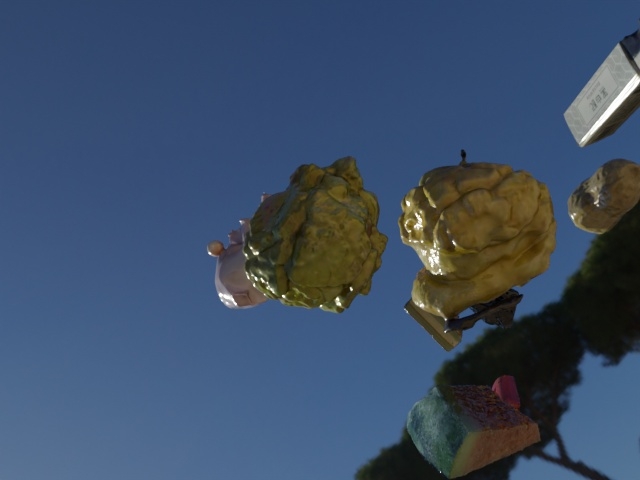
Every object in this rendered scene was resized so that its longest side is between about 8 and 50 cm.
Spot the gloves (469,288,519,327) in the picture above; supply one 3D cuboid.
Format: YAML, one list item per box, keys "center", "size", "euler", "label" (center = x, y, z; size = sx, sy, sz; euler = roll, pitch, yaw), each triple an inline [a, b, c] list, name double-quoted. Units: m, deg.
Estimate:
- center: [0.425, 0.160, 2.263]
  size: [0.129, 0.181, 0.106]
  euler: [56, -132, -74]
  label: "gloves"

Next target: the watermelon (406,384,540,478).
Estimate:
- center: [0.304, 0.344, 1.621]
  size: [0.257, 0.193, 0.139]
  euler: [4, -65, -28]
  label: "watermelon"

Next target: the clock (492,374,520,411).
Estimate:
- center: [0.398, 0.373, 1.871]
  size: [0.155, 0.061, 0.113]
  euler: [-58, -27, -73]
  label: "clock"

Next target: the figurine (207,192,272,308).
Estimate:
- center: [-0.146, 0.032, 1.895]
  size: [0.200, 0.133, 0.275]
  euler: [27, -117, -18]
  label: "figurine"

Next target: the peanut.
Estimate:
- center: [0.730, -0.104, 2.220]
  size: [0.159, 0.143, 0.291]
  euler: [-38, -12, -15]
  label: "peanut"

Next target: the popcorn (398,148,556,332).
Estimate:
- center: [0.322, 0.009, 1.799]
  size: [0.349, 0.349, 0.381]
  euler: [30, -114, -52]
  label: "popcorn"

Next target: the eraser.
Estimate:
- center: [0.622, -0.325, 1.757]
  size: [0.098, 0.096, 0.404]
  euler: [-22, -15, -11]
  label: "eraser"

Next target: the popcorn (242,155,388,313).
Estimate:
- center: [0.000, 0.000, 1.389]
  size: [0.259, 0.259, 0.212]
  euler: [-43, -66, -5]
  label: "popcorn"

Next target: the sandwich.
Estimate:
- center: [0.336, 0.241, 2.542]
  size: [0.163, 0.113, 0.079]
  euler: [32, -64, -22]
  label: "sandwich"
